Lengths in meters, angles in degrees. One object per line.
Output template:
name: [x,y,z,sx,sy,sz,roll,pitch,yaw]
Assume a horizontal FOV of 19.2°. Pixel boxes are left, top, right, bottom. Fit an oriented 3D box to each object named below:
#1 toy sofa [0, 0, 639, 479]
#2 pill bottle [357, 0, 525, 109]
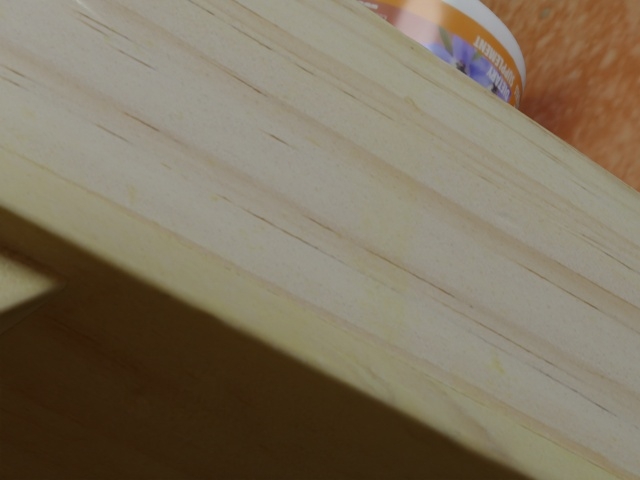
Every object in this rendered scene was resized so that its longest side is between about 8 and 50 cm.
toy sofa: [-0.008,0.050,0.497,0.150,0.362,0.177,-33,42,36]
pill bottle: [0.000,0.000,0.784,0.121,0.121,0.216,-11,51,52]
